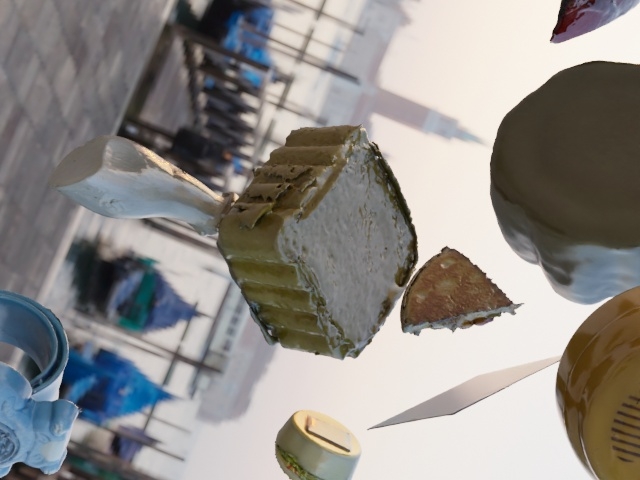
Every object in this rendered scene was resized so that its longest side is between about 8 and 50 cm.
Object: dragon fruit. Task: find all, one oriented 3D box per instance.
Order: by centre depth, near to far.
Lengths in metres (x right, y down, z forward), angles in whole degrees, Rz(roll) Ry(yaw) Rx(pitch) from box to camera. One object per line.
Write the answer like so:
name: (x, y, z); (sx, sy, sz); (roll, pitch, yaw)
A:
dragon fruit: (0.507, -0.463, 2.085); (0.343, 0.100, 0.282); (-43, 157, -48)

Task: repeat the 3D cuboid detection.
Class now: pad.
pad: (0.165, 0.169, 1.408); (0.170, 0.006, 0.245); (-23, 176, -23)

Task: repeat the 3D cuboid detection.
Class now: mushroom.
mushroom: (-0.204, -0.056, 1.495); (0.093, 0.225, 0.116); (-61, -151, 13)

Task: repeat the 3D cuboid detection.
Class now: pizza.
pizza: (0.104, 0.055, 1.074); (0.099, 0.100, 0.029); (-30, 135, -24)

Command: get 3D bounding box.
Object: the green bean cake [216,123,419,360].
green bean cake: (0.000, 0.000, 1.483); (0.224, 0.131, 0.230); (-53, 130, -34)

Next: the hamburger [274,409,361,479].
hamburger: (-0.006, 0.304, 1.780); (0.081, 0.126, 0.141); (-62, -158, 16)

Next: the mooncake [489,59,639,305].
mooncake: (0.448, -0.085, 1.911); (0.201, 0.378, 0.378); (75, 31, -54)

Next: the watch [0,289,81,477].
watch: (-0.373, 0.158, 1.457); (0.193, 0.211, 0.211); (-93, -160, -44)

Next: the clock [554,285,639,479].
clock: (0.394, 0.172, 1.228); (0.200, 0.317, 0.244); (-86, -170, -76)
